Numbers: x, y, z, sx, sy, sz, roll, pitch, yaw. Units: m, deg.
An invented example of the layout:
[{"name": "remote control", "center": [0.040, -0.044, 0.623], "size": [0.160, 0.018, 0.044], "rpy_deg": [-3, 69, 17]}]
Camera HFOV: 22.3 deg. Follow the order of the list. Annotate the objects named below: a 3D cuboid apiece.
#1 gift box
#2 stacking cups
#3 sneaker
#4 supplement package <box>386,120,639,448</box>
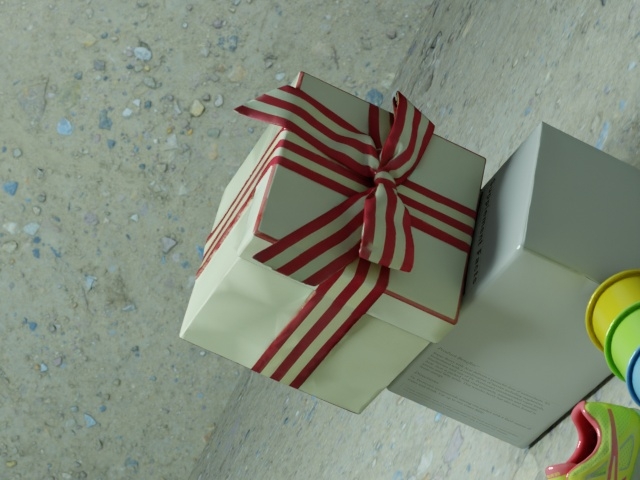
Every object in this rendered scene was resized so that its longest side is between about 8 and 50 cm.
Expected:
[{"name": "gift box", "center": [0.000, 0.000, 1.667], "size": [0.258, 0.276, 0.255], "rpy_deg": [-50, 25, 48]}, {"name": "stacking cups", "center": [0.311, 0.132, 1.383], "size": [0.096, 0.096, 0.316], "rpy_deg": [-61, 17, 19]}, {"name": "sneaker", "center": [0.236, 0.238, 1.450], "size": [0.081, 0.094, 0.208], "rpy_deg": [-35, 34, 64]}, {"name": "supplement package", "center": [0.220, 0.052, 1.679], "size": [0.293, 0.177, 0.175], "rpy_deg": [-51, 18, 48]}]
